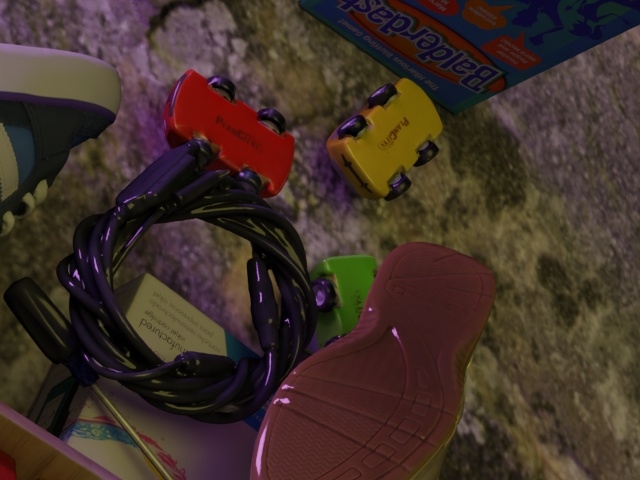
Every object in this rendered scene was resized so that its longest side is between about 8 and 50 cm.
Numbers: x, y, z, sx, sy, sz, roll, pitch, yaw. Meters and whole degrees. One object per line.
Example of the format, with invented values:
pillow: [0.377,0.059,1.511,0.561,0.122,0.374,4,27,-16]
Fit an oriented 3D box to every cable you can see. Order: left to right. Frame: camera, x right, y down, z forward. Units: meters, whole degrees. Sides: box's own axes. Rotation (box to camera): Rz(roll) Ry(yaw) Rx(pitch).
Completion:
cable: [-0.075,0.035,1.082,0.150,0.047,0.184,55,39,-13]

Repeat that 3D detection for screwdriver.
screwdriver: [-0.115,0.089,1.034,0.170,0.025,0.024,49,53,2]

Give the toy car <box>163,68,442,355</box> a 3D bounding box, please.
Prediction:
toy car: [0.000,0.000,1.258,0.239,0.053,0.225,-3,76,-41]

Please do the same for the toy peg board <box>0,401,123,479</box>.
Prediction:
toy peg board: [-0.185,0.173,0.946,0.160,0.161,0.079,37,13,-24]

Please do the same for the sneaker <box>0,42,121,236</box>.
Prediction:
sneaker: [-0.234,0.006,1.029,0.322,0.130,0.236,-3,99,-61]

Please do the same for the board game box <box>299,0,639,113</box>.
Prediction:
board game box: [0.112,-0.178,1.317,0.160,0.210,0.047,31,56,-27]

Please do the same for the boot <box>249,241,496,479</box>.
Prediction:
boot: [0.019,0.144,1.105,0.095,0.203,0.262,21,36,9]

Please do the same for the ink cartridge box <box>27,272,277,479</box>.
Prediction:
ink cartridge box: [-0.111,0.153,1.082,0.134,0.078,0.231,38,52,-23]
